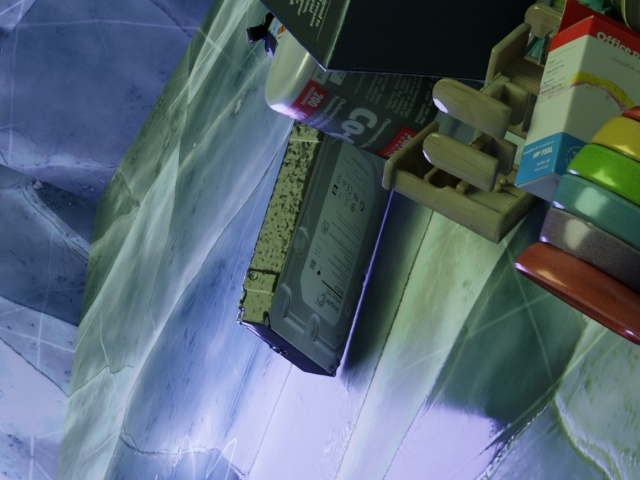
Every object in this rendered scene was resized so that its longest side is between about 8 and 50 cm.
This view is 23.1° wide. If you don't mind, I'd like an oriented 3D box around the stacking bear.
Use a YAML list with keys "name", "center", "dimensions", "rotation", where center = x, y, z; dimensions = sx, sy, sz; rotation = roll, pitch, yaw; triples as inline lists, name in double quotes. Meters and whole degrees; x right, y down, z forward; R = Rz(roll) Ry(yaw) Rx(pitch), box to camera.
- name: "stacking bear"
  center: [0.324, -0.058, 1.485]
  dimensions: [0.289, 0.164, 0.175]
  rotation: [-59, 3, 0]

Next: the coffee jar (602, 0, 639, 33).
- name: "coffee jar"
  center: [0.358, -0.285, 1.726]
  dimensions: [0.184, 0.096, 0.079]
  rotation: [-115, 19, -60]

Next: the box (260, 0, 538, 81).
- name: "box"
  center: [0.071, -0.386, 1.986]
  dimensions: [0.395, 0.293, 0.212]
  rotation: [51, 131, 45]

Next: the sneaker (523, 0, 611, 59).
- name: "sneaker"
  center: [0.318, -0.267, 1.876]
  dimensions: [0.110, 0.107, 0.275]
  rotation: [51, 123, 48]

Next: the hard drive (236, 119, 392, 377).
- name: "hard drive"
  center: [0.000, 0.000, 2.227]
  dimensions: [0.064, 0.237, 0.339]
  rotation: [8, 70, 30]

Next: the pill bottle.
- name: "pill bottle"
  center: [0.083, -0.198, 2.109]
  dimensions: [0.161, 0.283, 0.161]
  rotation: [-53, 23, 35]

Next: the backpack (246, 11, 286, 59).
- name: "backpack"
  center: [0.075, -0.329, 2.353]
  dimensions: [0.263, 0.276, 0.213]
  rotation: [-59, 24, 3]

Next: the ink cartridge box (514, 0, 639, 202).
- name: "ink cartridge box"
  center: [0.306, -0.143, 1.662]
  dimensions: [0.078, 0.134, 0.231]
  rotation: [-21, 49, 64]

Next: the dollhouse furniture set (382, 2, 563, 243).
- name: "dollhouse furniture set"
  center: [0.180, -0.143, 1.803]
  dimensions: [0.212, 0.161, 0.242]
  rotation: [-41, -30, -40]
